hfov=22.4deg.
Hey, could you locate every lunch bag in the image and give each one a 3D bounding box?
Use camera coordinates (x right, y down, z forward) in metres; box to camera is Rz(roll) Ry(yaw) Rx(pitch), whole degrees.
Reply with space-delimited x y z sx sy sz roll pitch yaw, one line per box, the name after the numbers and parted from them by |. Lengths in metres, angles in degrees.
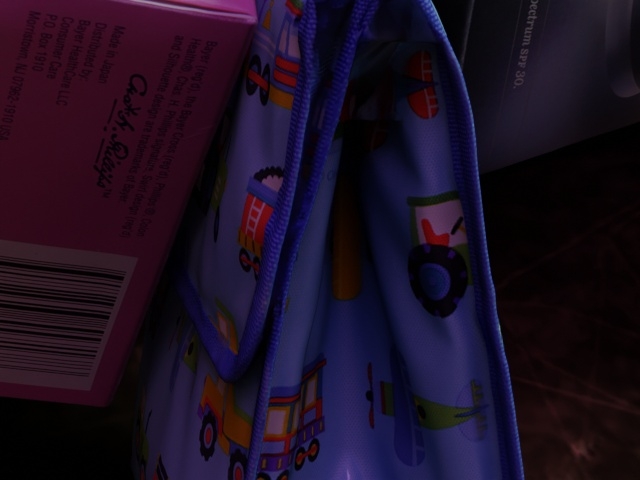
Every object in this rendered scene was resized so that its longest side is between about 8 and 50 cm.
0.000 0.000 0.604 0.138 0.293 0.221 -4 19 -11 | lunch bag

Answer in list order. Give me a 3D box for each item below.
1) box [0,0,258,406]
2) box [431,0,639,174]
-0.116 -0.096 0.635 0.117 0.213 0.243 8 46 -18 | box
0.162 -0.224 0.897 0.294 0.296 0.182 -19 49 -24 | box
